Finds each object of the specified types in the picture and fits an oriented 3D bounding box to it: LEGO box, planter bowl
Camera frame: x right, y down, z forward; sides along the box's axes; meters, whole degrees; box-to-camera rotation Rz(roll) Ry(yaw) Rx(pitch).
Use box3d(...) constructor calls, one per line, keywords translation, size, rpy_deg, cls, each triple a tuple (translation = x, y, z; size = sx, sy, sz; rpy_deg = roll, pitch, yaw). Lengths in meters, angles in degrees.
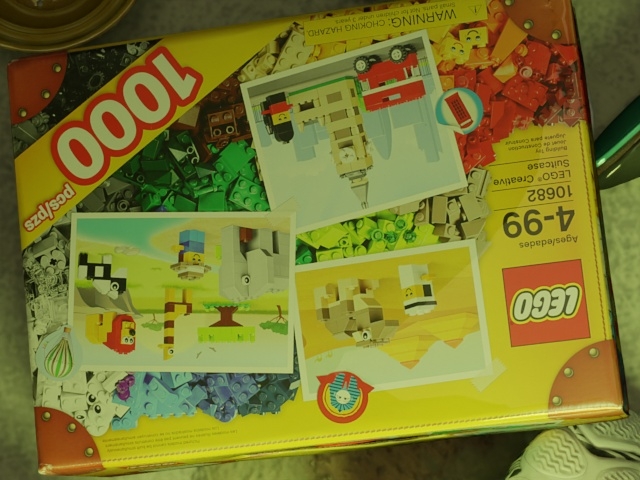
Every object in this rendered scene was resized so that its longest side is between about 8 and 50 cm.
box3d(translation=(0.000, 0.000, 1.738), size=(0.500, 0.193, 0.372), rpy_deg=(-8, 81, 10), cls="LEGO box")
box3d(translation=(-0.264, -0.276, 1.867), size=(0.217, 0.090, 0.217), rpy_deg=(0, 84, -2), cls="planter bowl")

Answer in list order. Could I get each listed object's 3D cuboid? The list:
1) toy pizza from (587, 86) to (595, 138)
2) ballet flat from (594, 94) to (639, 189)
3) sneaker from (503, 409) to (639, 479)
box3d(translation=(0.167, -0.117, 1.897), size=(0.201, 0.032, 0.201), rpy_deg=(0, 83, -2), cls="toy pizza")
box3d(translation=(0.358, -0.138, 1.881), size=(0.096, 0.095, 0.280), rpy_deg=(39, 83, -10), cls="ballet flat")
box3d(translation=(0.165, 0.286, 1.802), size=(0.366, 0.210, 0.137), rpy_deg=(-33, 85, -40), cls="sneaker")
